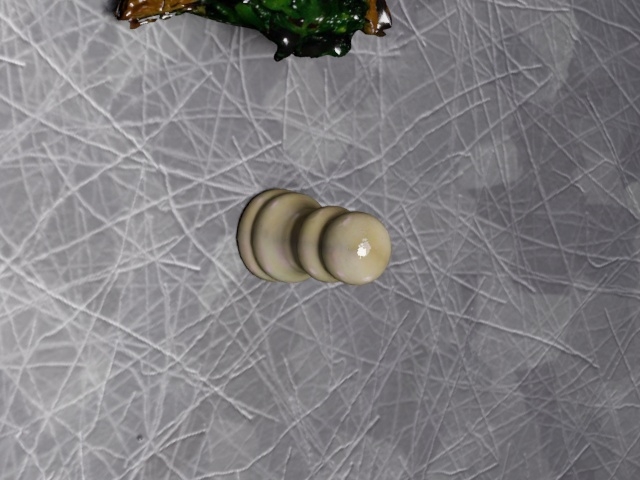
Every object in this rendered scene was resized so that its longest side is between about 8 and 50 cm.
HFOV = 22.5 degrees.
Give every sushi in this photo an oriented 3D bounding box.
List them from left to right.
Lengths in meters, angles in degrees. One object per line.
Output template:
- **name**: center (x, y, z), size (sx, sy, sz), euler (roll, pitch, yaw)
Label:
- **sushi**: center (-0.040, -0.240, 1.516), size (0.287, 0.149, 0.140), euler (-10, 104, -41)

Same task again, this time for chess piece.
- **chess piece**: center (0.000, 0.000, 1.554), size (0.094, 0.170, 0.094), euler (-3, 96, -34)
